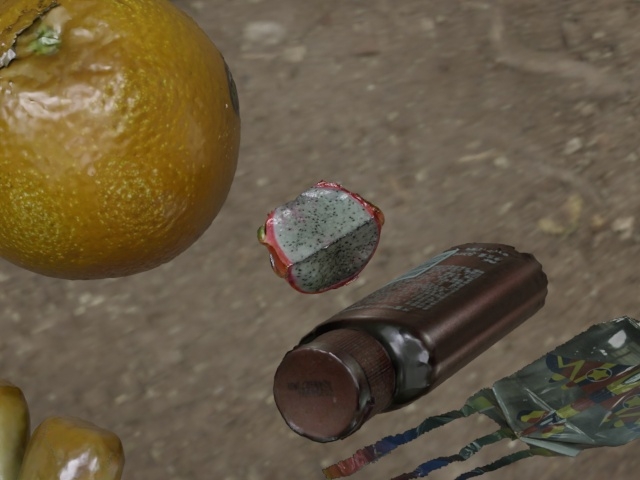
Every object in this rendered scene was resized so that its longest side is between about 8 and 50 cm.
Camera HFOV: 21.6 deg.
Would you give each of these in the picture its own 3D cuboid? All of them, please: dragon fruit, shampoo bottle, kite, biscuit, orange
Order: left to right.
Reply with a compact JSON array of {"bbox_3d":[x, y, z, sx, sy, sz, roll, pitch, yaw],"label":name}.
[{"bbox_3d":[-0.248,0.256,1.253,0.237,0.062,0.290,18,93,51],"label":"biscuit"},{"bbox_3d":[-0.201,-0.096,1.429,0.274,0.274,0.274,6,103,24],"label":"orange"},{"bbox_3d":[0.000,0.000,1.178,0.083,0.060,0.056,-35,55,-13],"label":"dragon fruit"},{"bbox_3d":[0.071,0.076,1.335,0.129,0.323,0.084,-4,101,27],"label":"shampoo bottle"},{"bbox_3d":[0.120,0.111,1.006,0.245,0.141,0.015,-26,48,27],"label":"kite"}]
